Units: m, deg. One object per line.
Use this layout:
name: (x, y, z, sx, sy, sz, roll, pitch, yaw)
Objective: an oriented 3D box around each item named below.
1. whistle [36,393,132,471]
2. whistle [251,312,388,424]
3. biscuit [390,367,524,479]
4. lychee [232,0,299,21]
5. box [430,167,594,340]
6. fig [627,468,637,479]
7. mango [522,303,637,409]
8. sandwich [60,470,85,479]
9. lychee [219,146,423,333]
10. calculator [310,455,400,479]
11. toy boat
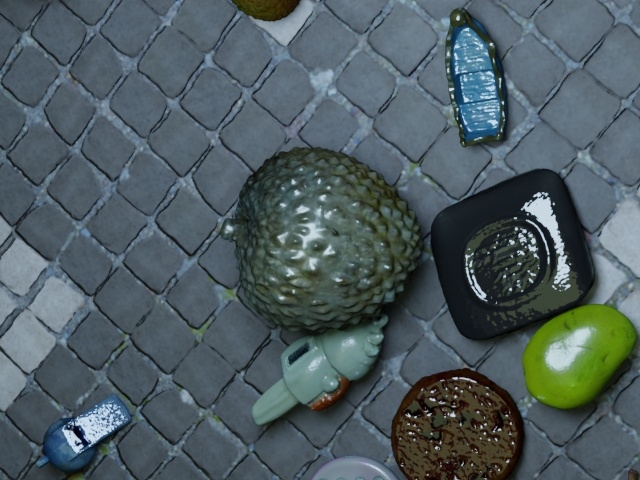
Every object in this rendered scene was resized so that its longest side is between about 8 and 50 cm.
whistle: (-0.371, 0.305, 2.051, 0.158, 0.090, 0.090, -32, 87, -20)
whistle: (0.001, 0.183, 1.893, 0.253, 0.102, 0.106, -38, 92, 16)
biscuit: (0.192, 0.274, 1.876, 0.192, 0.049, 0.192, 1, 95, 12)
lychee: (-0.074, -0.361, 1.834, 0.146, 0.114, 0.114, 23, 105, 34)
box: (0.256, 0.021, 1.811, 0.212, 0.042, 0.201, -22, 82, 21)
fig: (0.390, 0.398, 1.798, 0.128, 0.128, 0.150, -26, 61, 19)
mango: (0.344, 0.153, 1.793, 0.117, 0.089, 0.163, 39, 96, 18)
sandwich: (-0.451, 0.476, 2.070, 0.235, 0.128, 0.122, -32, 91, 20)
lychee: (0.000, 0.000, 1.805, 0.274, 0.255, 0.255, 1, 99, -12)
calculator: (0.063, 0.463, 1.947, 0.185, 0.041, 0.299, -8, 94, 19)
toy boat: (0.205, -0.220, 1.781, 0.075, 0.077, 0.185, -6, 96, 19)
